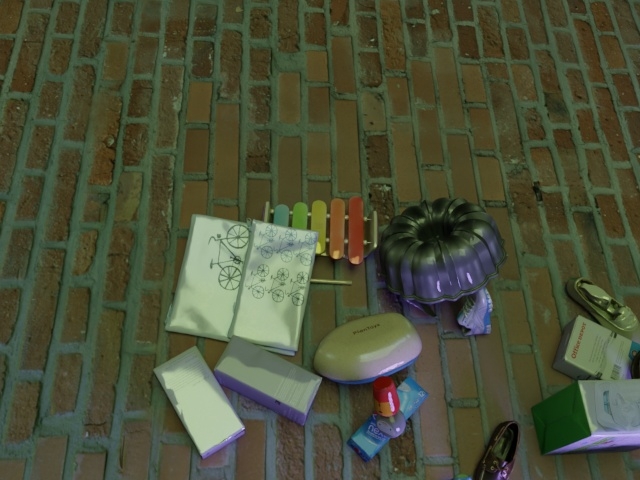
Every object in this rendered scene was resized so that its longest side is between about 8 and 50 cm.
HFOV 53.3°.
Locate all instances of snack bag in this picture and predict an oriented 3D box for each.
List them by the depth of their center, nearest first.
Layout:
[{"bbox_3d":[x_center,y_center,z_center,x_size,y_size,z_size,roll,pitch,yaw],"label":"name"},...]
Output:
[{"bbox_3d":[-0.196,0.099,1.605,0.342,0.037,0.323,12,79,-1],"label":"snack bag"}]

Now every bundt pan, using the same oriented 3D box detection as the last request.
[{"bbox_3d":[0.297,0.004,1.618,0.330,0.124,0.331,-14,35,10],"label":"bundt pan"}]

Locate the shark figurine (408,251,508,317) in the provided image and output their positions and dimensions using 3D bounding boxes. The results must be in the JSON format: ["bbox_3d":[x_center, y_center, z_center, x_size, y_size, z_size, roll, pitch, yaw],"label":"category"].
[{"bbox_3d":[0.345,0.082,1.684,0.278,0.166,0.116,-35,95,6],"label":"shark figurine"}]

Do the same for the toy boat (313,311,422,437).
[{"bbox_3d":[0.124,0.307,1.491,0.267,0.148,0.318,-15,28,-2],"label":"toy boat"}]

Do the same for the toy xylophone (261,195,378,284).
[{"bbox_3d":[0.000,0.000,1.703,0.322,0.081,0.236,-3,64,-8],"label":"toy xylophone"}]

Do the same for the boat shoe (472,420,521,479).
[{"bbox_3d":[0.414,0.517,1.491,0.073,0.073,0.207,24,64,4],"label":"boat shoe"}]

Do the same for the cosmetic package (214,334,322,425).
[{"bbox_3d":[-0.124,0.327,1.495,0.237,0.127,0.107,22,63,7],"label":"cosmetic package"}]

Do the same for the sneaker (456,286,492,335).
[{"bbox_3d":[0.383,0.178,1.606,0.082,0.191,0.071,-16,38,-4],"label":"sneaker"}]

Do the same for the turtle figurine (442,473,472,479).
[{"bbox_3d":[0.345,0.638,1.330,0.274,0.197,0.267,-8,77,35],"label":"turtle figurine"}]

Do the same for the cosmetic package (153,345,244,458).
[{"bbox_3d":[-0.281,0.374,1.477,0.117,0.085,0.231,-28,71,-19],"label":"cosmetic package"}]

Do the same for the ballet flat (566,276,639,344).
[{"bbox_3d":[0.769,0.184,1.699,0.248,0.086,0.086,40,65,13],"label":"ballet flat"}]

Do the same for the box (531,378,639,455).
[{"bbox_3d":[0.655,0.413,1.466,0.231,0.262,0.127,-1,63,-6],"label":"box"}]

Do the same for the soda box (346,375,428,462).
[{"bbox_3d":[0.160,0.421,1.509,0.067,0.071,0.210,42,66,14],"label":"soda box"}]

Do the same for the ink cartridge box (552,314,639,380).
[{"bbox_3d":[0.713,0.300,1.631,0.190,0.082,0.140,26,64,8],"label":"ink cartridge box"}]

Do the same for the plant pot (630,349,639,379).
[{"bbox_3d":[0.876,0.341,1.527,0.230,0.215,0.216,23,62,-10],"label":"plant pot"}]
